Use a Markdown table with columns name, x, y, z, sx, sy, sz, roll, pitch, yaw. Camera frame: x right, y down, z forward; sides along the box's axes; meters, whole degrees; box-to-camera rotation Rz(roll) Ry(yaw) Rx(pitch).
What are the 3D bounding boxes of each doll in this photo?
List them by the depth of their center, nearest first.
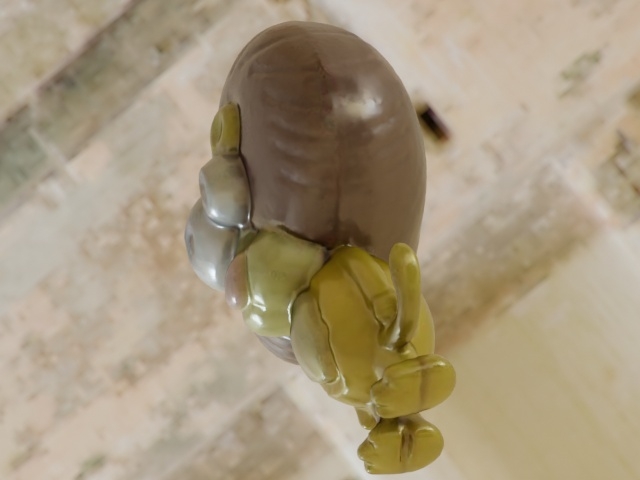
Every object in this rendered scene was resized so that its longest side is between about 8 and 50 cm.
| name | x | y | z | sx | sy | sz | roll | pitch | yaw |
| --- | --- | --- | --- | --- | --- | --- | --- | --- | --- |
| doll | 0.000 | -0.006 | 0.701 | 0.096 | 0.145 | 0.188 | -10 | -156 | -11 |
